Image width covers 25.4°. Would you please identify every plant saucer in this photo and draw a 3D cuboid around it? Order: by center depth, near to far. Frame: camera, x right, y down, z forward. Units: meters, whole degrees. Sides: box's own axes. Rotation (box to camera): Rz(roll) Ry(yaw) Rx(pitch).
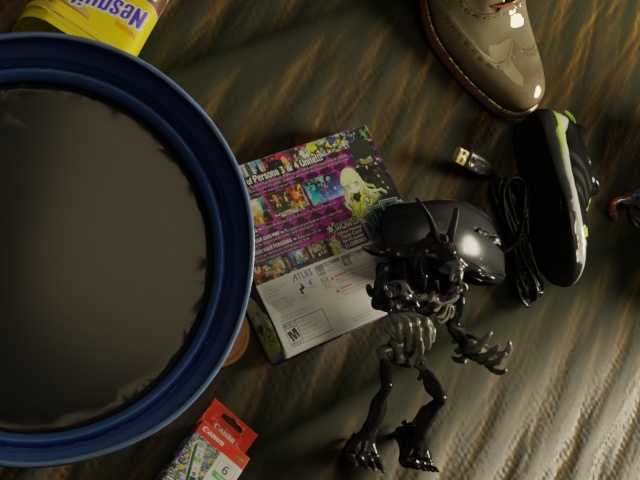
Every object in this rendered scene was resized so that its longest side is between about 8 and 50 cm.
[{"bbox_3d":[-0.110,0.089,1.446,0.083,0.013,0.083,12,65,-26],"label":"plant saucer"}]

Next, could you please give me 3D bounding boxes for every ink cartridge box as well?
[{"bbox_3d":[-0.106,0.211,1.386,0.063,0.029,0.115,42,55,-9],"label":"ink cartridge box"}]

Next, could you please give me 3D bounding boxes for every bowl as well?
[{"bbox_3d":[-0.255,0.009,1.282,0.391,0.077,0.391,2,81,-11],"label":"bowl"}]

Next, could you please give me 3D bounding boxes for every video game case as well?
[{"bbox_3d":[0.000,0.000,1.530,0.232,0.042,0.210,-22,83,-36],"label":"video game case"}]

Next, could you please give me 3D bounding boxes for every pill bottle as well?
[{"bbox_3d":[-0.198,-0.053,1.398,0.103,0.103,0.184,-33,88,-36],"label":"pill bottle"}]

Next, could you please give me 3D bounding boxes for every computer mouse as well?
[{"bbox_3d":[0.168,-0.032,1.600,0.262,0.060,0.184,13,60,-41],"label":"computer mouse"}]

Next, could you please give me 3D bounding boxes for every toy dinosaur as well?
[{"bbox_3d":[0.395,-0.049,1.802,0.082,0.047,0.090,5,34,-19],"label":"toy dinosaur"}]

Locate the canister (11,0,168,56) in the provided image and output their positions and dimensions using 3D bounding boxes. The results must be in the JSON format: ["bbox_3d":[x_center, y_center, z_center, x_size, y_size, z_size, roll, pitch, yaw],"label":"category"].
[{"bbox_3d":[-0.229,-0.248,1.483,0.126,0.073,0.170,33,55,-15],"label":"canister"}]

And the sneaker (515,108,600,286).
[{"bbox_3d":[0.304,-0.056,1.710,0.097,0.084,0.234,8,66,-29],"label":"sneaker"}]

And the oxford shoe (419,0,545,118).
[{"bbox_3d":[0.190,-0.310,1.702,0.123,0.130,0.348,-33,99,-29],"label":"oxford shoe"}]

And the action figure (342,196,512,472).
[{"bbox_3d":[0.111,0.100,1.445,0.164,0.141,0.275,12,92,-30],"label":"action figure"}]
